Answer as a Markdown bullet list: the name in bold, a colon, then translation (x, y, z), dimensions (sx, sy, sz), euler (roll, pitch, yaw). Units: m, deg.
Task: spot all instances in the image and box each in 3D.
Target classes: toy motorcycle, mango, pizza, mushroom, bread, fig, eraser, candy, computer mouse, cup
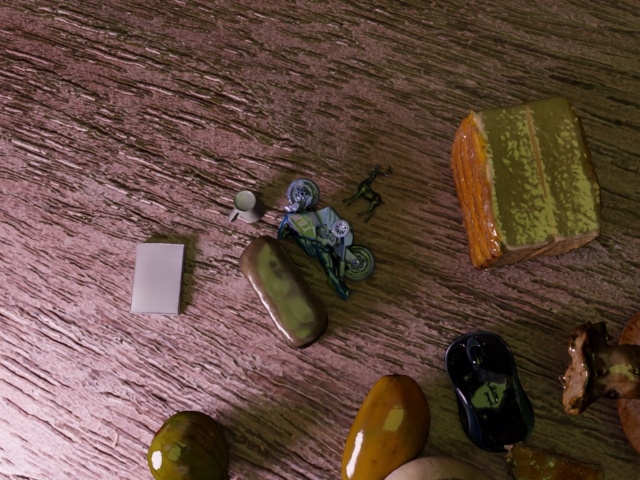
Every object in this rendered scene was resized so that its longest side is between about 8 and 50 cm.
- **toy motorcycle**: translation (0.000, 0.000, 1.434), dimensions (0.135, 0.092, 0.254), euler (-40, 87, 5)
- **mango**: translation (0.123, 0.375, 1.332), dimensions (0.138, 0.113, 0.253), euler (25, 88, -2)
- **pizza**: translation (0.415, 0.434, 1.312), dimensions (0.201, 0.053, 0.193), euler (-33, 98, 3)
- **mushroom**: translation (0.637, 0.224, 1.219), dimensions (0.334, 0.356, 0.331), euler (-10, 41, 42)
- **bread**: translation (0.372, -0.099, 1.322), dimensions (0.207, 0.279, 0.279), euler (-9, 77, 3)
- **fig**: translation (-0.204, 0.433, 1.350), dimensions (0.259, 0.151, 0.151), euler (38, 83, -11)
- **eraser**: translation (-0.339, 0.081, 1.479), dimensions (0.103, 0.023, 0.150), euler (2, 78, 5)
- **candy**: translation (-0.074, 0.103, 1.411), dimensions (0.102, 0.104, 0.234), euler (-34, 78, -7)
- **computer mouse**: translation (0.318, 0.287, 1.342), dimensions (0.137, 0.096, 0.233), euler (-21, 79, 1)
- **cup**: translation (-0.158, -0.071, 1.463), dimensions (0.075, 0.083, 0.054), euler (-7, 79, 5)

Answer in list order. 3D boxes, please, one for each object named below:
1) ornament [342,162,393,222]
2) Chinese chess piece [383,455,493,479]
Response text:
- **ornament**: translation (0.110, -0.105, 1.475), dimensions (0.073, 0.028, 0.125), euler (42, 86, 12)
- **Chinese chess piece**: translation (0.212, 0.521, 1.257), dimensions (0.270, 0.112, 0.270), euler (-1, 95, -7)
